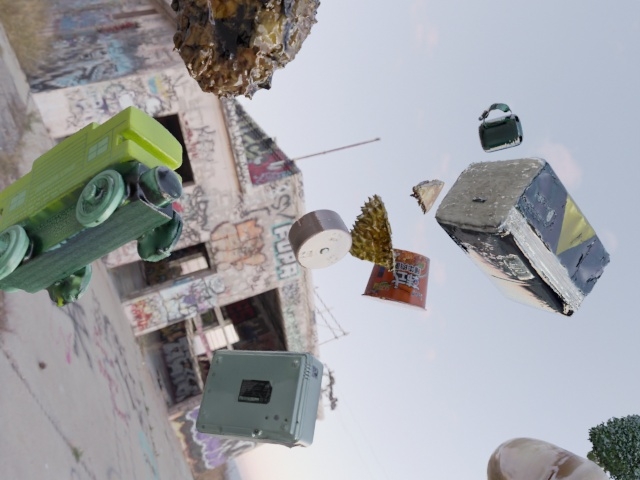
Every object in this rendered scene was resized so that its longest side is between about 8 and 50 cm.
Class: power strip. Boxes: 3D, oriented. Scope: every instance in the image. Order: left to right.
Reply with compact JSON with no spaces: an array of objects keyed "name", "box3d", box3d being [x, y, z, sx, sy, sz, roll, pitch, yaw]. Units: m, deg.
[{"name":"power strip","box3d":[0.000,0.000,1.261,0.154,0.154,0.078,95,-24,-47]}]

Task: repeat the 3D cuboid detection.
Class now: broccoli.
[{"name":"broccoli","box3d":[0.762,0.541,1.289,0.194,0.219,0.194,36,-32,28]}]

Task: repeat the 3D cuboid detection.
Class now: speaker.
[{"name":"speaker","box3d":[0.325,-0.211,0.914,0.060,0.075,0.094,-70,143,-55]}]

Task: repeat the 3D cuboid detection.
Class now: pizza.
[{"name":"pizza","box3d":[0.408,-0.190,1.989,0.069,0.194,0.154,39,-75,34]}]

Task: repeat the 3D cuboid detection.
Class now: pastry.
[{"name":"pastry","box3d":[-0.119,-0.350,0.758,0.193,0.275,0.275,33,-5,-25]}]

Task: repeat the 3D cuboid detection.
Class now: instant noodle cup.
[{"name":"instant noodle cup","box3d":[0.291,0.142,1.864,0.250,0.250,0.192,170,-65,-69]}]

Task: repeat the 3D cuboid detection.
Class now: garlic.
[{"name":"garlic","box3d":[0.399,0.413,0.849,0.217,0.228,0.110,21,-75,39]}]

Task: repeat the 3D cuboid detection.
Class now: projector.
[{"name":"projector","box3d":[-0.135,0.341,1.099,0.099,0.256,0.192,53,40,-53]}]

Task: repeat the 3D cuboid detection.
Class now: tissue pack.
[{"name":"tissue pack","box3d":[0.557,-0.006,1.379,0.416,0.253,0.264,43,-13,-26]}]

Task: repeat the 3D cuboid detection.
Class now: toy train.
[{"name":"toy train","box3d":[-0.431,-0.062,0.922,0.179,0.442,0.272,40,33,-50]}]

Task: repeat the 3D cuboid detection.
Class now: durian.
[{"name":"durian","box3d":[0.178,-0.050,1.658,0.305,0.185,0.196,-88,-171,-61]}]
